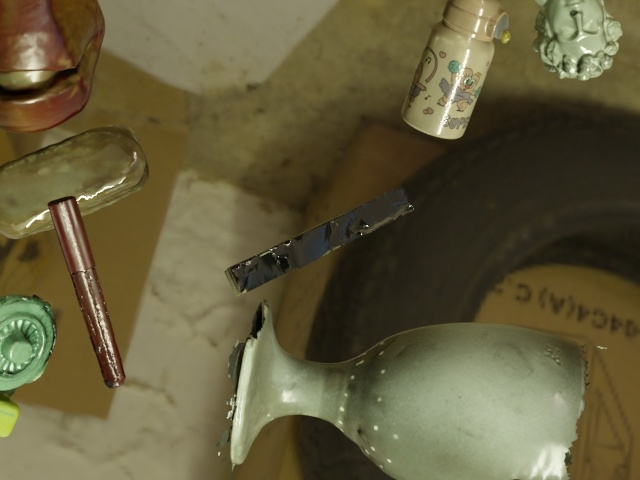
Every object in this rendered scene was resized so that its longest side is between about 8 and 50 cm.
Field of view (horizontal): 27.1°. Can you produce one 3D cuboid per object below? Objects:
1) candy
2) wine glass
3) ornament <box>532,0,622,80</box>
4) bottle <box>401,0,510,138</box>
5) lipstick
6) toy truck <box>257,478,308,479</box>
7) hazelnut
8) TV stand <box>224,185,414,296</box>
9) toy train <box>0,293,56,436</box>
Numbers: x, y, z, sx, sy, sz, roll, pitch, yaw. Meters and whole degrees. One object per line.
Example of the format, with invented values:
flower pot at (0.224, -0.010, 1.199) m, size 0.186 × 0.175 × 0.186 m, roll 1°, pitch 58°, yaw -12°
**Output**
candy at (-0.352, -0.082, 1.835) m, size 0.234 × 0.102 × 0.104 m, roll -25°, pitch 177°, yaw -6°
wine glass at (0.088, 0.161, 1.298) m, size 0.356 × 0.191 × 0.190 m, roll 9°, pitch 151°, yaw 0°
ornament at (0.312, -0.351, 1.807) m, size 0.120 × 0.130 × 0.285 m, roll -21°, pitch 107°, yaw 26°
bottle at (0.196, -0.252, 1.869) m, size 0.110 × 0.097 × 0.209 m, roll 31°, pitch 116°, yaw 24°
lipstick at (-0.202, 0.048, 1.163) m, size 0.027 × 0.027 × 0.177 m, roll -5°, pitch 107°, yaw 31°
toy truck at (-0.034, 0.413, 1.584) m, size 0.124 × 0.253 × 0.114 m, roll 4°, pitch -175°, yaw -38°
hazelnut at (-0.381, -0.265, 1.666) m, size 0.217 × 0.217 × 0.252 m, roll 7°, pitch 118°, yaw 12°
TV stand at (0.000, 0.000, 1.529) m, size 0.036 × 0.249 × 0.042 m, roll 64°, pitch 154°, yaw -1°
toy train at (-0.467, 0.123, 1.313) m, size 0.179 × 0.272 × 0.442 m, roll 24°, pitch 177°, yaw 41°
